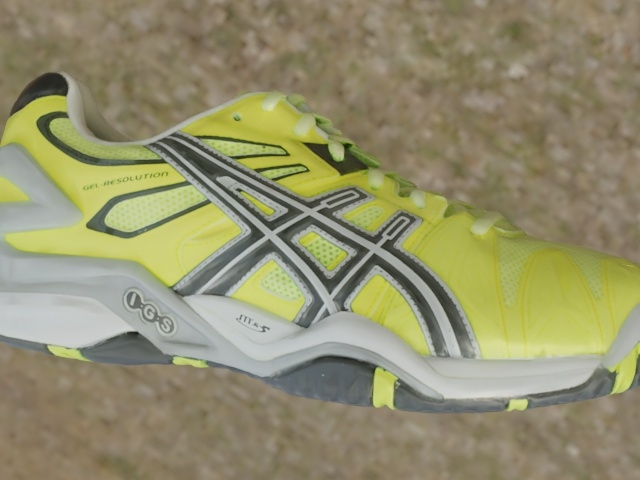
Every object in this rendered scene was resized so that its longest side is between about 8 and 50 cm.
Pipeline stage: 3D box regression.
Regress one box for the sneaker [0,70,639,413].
[{"bbox_3d":[0.000,0.000,0.977,0.385,0.147,0.145,7,-178,9],"label":"sneaker"}]
